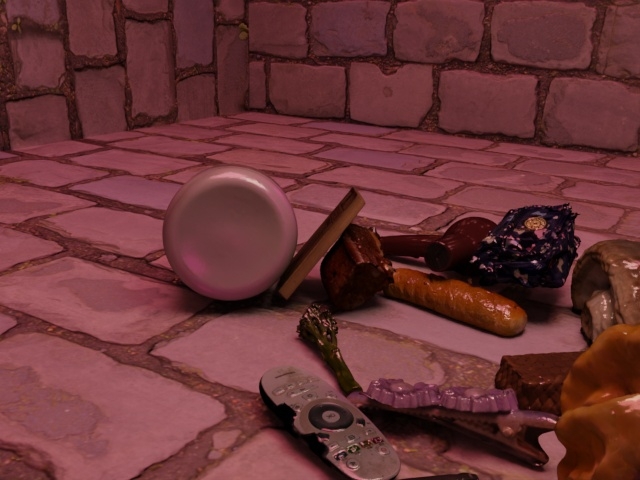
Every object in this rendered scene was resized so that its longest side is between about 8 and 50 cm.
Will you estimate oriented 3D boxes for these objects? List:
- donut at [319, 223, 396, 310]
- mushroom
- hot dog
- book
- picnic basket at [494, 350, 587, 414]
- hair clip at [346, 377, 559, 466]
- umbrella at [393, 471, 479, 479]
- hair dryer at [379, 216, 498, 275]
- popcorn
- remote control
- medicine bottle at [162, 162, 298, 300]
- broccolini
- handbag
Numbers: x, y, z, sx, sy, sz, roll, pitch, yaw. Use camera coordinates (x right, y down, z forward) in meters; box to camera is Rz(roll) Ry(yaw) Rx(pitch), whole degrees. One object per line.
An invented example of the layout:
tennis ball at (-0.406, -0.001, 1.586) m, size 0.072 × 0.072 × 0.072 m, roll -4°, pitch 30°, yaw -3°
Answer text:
donut at (0.058, 0.044, 1.301) m, size 0.144 × 0.126 × 0.186 m, roll 29°, pitch 18°, yaw -36°
mushroom at (0.537, 0.091, 1.158) m, size 0.189 × 0.164 × 0.267 m, roll 3°, pitch 18°, yaw 8°
hot dog at (0.236, 0.105, 1.261) m, size 0.285 × 0.061 × 0.088 m, roll 13°, pitch 33°, yaw 35°
book at (0.000, 0.000, 1.316) m, size 0.026 × 0.231 × 0.161 m, roll 39°, pitch 7°, yaw -8°
picnic basket at (0.354, 0.199, 0.992) m, size 0.193 × 0.055 × 0.110 m, roll -3°, pitch 19°, yaw -7°
hair clip at (0.159, 0.221, 0.897) m, size 0.292 × 0.085 × 0.106 m, roll 5°, pitch 0°, yaw 26°
umbrella at (0.113, 0.278, 0.771) m, size 0.133 × 0.031 × 0.036 m, roll -2°, pitch 20°, yaw -12°
hair dryer at (0.197, 0.017, 1.449) m, size 0.340 × 0.123 × 0.312 m, roll 0°, pitch 4°, yaw 36°
popcorn at (0.396, 0.209, 0.683) m, size 0.315 × 0.281 × 0.297 m, roll -21°, pitch 63°, yaw -6°
remote control at (0.003, 0.233, 0.880) m, size 0.097 × 0.045 × 0.256 m, roll -11°, pitch 25°, yaw -30°
medicine bottle at (-0.171, -0.028, 1.341) m, size 0.241 × 0.241 × 0.302 m, roll -1°, pitch 9°, yaw -6°
broccolini at (0.023, 0.176, 1.071) m, size 0.067 × 0.058 × 0.216 m, roll -37°, pitch 34°, yaw -3°
handbag at (0.389, 0.010, 1.297) m, size 0.162 × 0.113 × 0.260 m, roll -2°, pitch 24°, yaw 36°
